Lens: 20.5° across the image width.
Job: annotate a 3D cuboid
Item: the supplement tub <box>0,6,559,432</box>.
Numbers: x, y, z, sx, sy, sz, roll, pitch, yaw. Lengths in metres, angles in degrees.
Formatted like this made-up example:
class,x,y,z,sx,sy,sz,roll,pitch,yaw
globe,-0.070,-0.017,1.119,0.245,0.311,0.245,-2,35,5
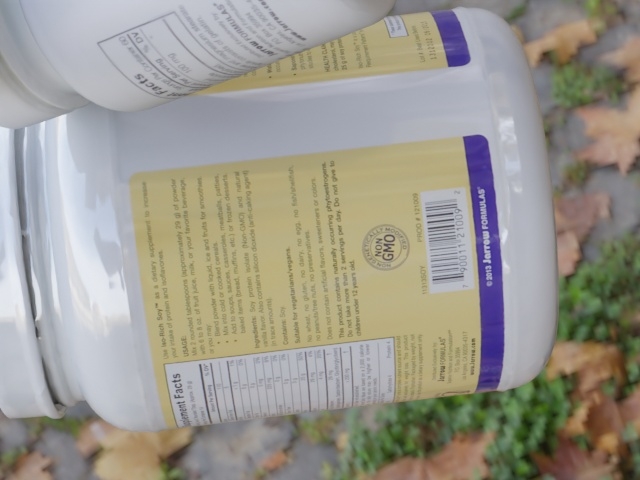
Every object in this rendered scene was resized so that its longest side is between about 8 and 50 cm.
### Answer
class,x,y,z,sx,sy,sz,roll,pitch,yaw
supplement tub,-0.036,-0.010,1.086,0.331,0.241,0.241,-6,43,-2

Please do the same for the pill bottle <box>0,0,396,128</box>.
class,x,y,z,sx,sy,sz,roll,pitch,yaw
pill bottle,-0.085,-0.139,0.919,0.229,0.131,0.131,-18,41,27
